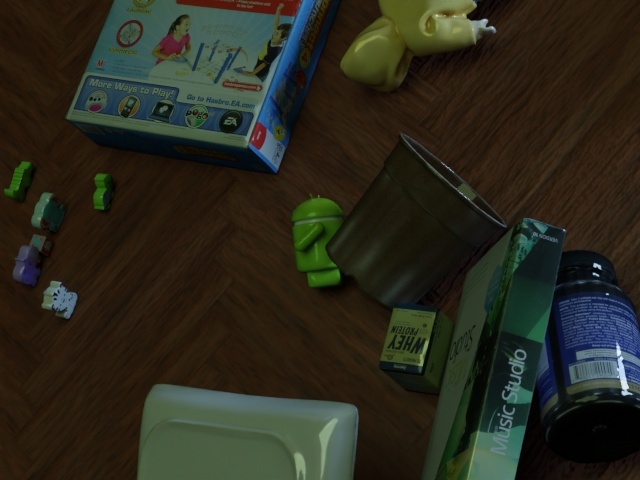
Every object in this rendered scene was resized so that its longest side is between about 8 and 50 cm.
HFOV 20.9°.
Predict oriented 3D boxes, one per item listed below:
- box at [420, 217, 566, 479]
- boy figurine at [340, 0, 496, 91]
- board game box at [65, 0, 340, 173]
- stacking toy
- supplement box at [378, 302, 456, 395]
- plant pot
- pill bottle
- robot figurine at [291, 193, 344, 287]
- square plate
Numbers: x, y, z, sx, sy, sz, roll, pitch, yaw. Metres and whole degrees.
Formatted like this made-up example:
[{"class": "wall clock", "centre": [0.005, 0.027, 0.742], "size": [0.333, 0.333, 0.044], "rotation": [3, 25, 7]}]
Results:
[{"class": "box", "centre": [0.179, 0.159, 1.887], "size": [0.058, 0.232, 0.322], "rotation": [15, 71, -6]}, {"class": "boy figurine", "centre": [0.149, -0.294, 2.192], "size": [0.285, 0.092, 0.177], "rotation": [-46, 55, 2]}, {"class": "board game box", "centre": [-0.152, -0.260, 2.336], "size": [0.308, 0.086, 0.302], "rotation": [11, 73, 31]}, {"class": "stacking toy", "centre": [-0.385, -0.004, 2.359], "size": [0.167, 0.052, 0.221], "rotation": [8, 71, 30]}, {"class": "supplement box", "centre": [0.117, 0.126, 2.013], "size": [0.056, 0.083, 0.083], "rotation": [5, 70, 29]}, {"class": "plant pot", "centre": [0.103, -0.012, 2.047], "size": [0.165, 0.167, 0.167], "rotation": [-48, 55, 8]}, {"class": "pill bottle", "centre": [0.290, 0.122, 1.891], "size": [0.123, 0.123, 0.219], "rotation": [-19, 47, 19]}, {"class": "robot figurine", "centre": [0.000, 0.000, 2.133], "size": [0.067, 0.101, 0.115], "rotation": [-8, 87, 10]}, {"class": "square plate", "centre": [-0.108, 0.339, 1.913], "size": [0.344, 0.049, 0.347], "rotation": [1, 83, 45]}]
